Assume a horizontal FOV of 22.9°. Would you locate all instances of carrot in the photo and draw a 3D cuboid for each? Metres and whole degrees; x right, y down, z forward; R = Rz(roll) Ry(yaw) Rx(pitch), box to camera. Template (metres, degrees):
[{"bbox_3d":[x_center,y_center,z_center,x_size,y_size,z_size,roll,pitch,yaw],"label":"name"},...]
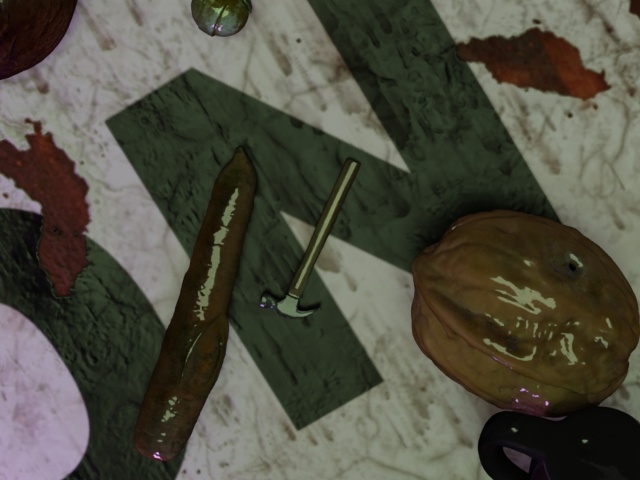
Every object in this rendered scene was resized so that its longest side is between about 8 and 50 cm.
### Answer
[{"bbox_3d":[-0.121,0.068,1.644,0.070,0.070,0.342,17,98,-1],"label":"carrot"}]

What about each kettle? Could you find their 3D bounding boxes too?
[{"bbox_3d":[0.257,0.236,1.563,0.202,0.232,0.144,23,68,22],"label":"kettle"}]

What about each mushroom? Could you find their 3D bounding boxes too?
[{"bbox_3d":[-0.344,-0.250,1.561,0.194,0.138,0.231,35,99,-4],"label":"mushroom"}]

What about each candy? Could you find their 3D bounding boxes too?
[{"bbox_3d":[-0.159,-0.275,1.602,0.202,0.061,0.061,35,99,5],"label":"candy"}]

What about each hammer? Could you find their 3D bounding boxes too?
[{"bbox_3d":[0.000,0.000,1.652,0.062,0.017,0.182,25,98,-3],"label":"hammer"}]

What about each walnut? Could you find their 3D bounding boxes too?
[{"bbox_3d":[0.203,0.071,1.572,0.245,0.198,0.198,25,99,-2],"label":"walnut"}]
